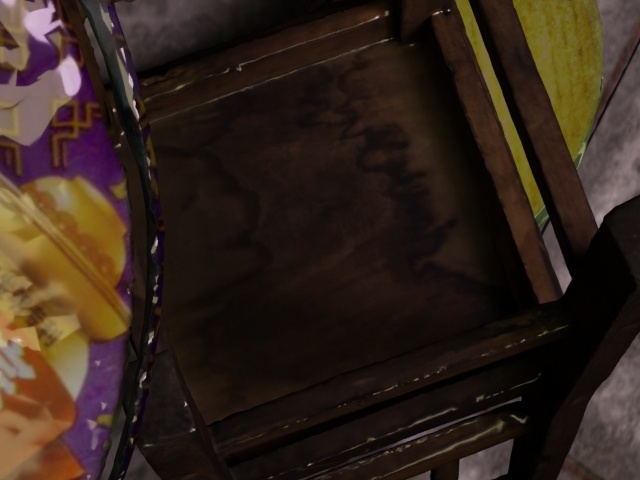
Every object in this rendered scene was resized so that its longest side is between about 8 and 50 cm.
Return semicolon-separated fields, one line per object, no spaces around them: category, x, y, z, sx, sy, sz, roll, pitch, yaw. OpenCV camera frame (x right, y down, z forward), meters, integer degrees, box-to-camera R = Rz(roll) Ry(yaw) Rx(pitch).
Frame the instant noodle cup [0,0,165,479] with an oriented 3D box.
instant noodle cup;-0.252;-0.003;0.437;0.339;0.266;0.340;-9;107;-32

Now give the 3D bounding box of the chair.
chair;0.000;0.000;0.681;0.203;0.416;0.241;-20;71;-6

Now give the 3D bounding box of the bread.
bread;0.061;-0.066;0.814;0.228;0.033;0.228;-16;122;-28
